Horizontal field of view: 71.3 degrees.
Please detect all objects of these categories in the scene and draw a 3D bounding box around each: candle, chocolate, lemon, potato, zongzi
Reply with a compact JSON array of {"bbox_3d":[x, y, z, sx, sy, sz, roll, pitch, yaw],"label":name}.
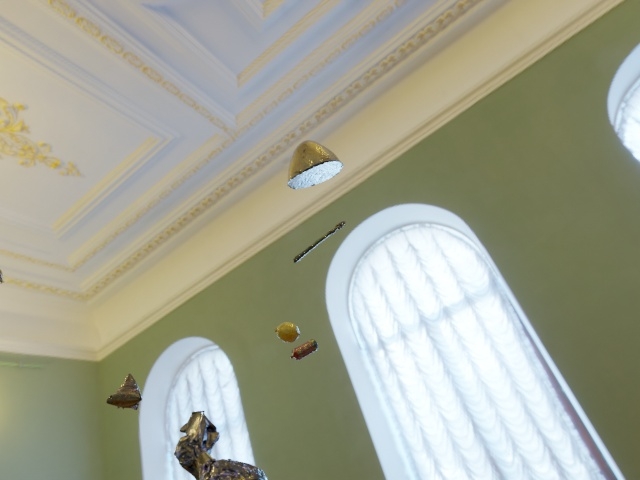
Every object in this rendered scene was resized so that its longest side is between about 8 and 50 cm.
[{"bbox_3d":[-0.070,0.434,1.751,0.130,0.052,0.052,-16,-27,-44],"label":"candle"},{"bbox_3d":[-0.261,0.506,1.018,0.126,0.343,0.149,25,-98,-40],"label":"chocolate"},{"bbox_3d":[-0.103,0.285,1.387,0.083,0.062,0.062,10,-33,6],"label":"lemon"},{"bbox_3d":[-0.030,-0.246,1.366,0.182,0.117,0.202,-18,-7,6],"label":"potato"},{"bbox_3d":[-0.390,0.327,0.918,0.067,0.083,0.074,-9,-74,-8],"label":"zongzi"}]

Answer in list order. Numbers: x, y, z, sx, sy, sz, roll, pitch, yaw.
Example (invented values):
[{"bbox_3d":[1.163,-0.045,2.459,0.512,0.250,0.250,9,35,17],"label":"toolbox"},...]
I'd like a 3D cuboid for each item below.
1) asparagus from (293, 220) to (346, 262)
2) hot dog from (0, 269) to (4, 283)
[{"bbox_3d":[0.000,0.000,0.962,0.166,0.013,0.016,-38,-22,-30],"label":"asparagus"},{"bbox_3d":[-0.750,-0.017,0.913,0.072,0.270,0.109,-34,19,-28],"label":"hot dog"}]
